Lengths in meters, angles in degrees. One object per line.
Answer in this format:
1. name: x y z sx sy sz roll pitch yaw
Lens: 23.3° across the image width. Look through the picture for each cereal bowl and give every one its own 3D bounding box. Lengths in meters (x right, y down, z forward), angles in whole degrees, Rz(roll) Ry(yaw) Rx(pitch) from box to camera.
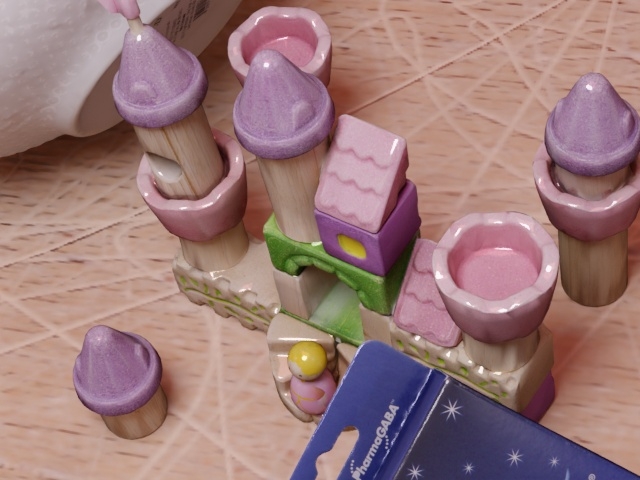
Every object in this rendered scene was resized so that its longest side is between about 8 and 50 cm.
1. cereal bowl: -0.147 -0.169 0.987 0.339 0.339 0.141 -42 84 -19

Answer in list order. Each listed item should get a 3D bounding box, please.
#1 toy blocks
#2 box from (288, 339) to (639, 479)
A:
1. toy blocks: 0.000 0.000 0.856 0.288 0.260 0.309 24 62 24
2. box: 0.091 0.157 0.764 0.225 0.036 0.136 28 89 -8
